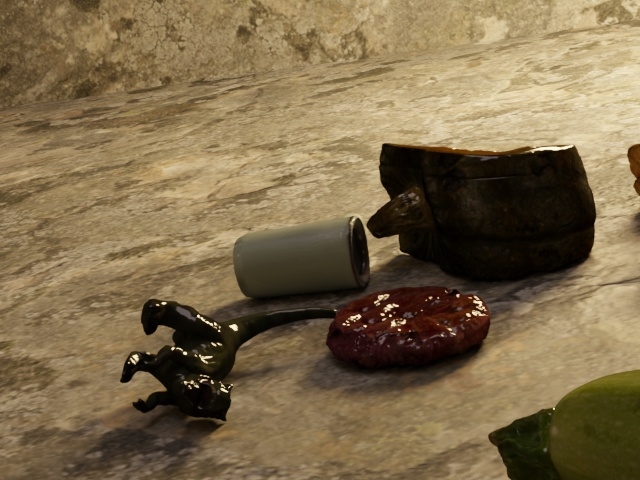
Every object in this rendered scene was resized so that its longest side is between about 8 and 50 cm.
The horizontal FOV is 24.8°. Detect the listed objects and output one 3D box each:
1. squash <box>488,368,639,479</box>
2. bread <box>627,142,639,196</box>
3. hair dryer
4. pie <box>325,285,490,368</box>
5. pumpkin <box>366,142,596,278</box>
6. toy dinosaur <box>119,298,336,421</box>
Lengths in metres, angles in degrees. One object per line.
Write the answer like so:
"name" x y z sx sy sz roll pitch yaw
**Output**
"squash" 0.210 0.113 0.844 0.137 0.137 0.287 -17 13 -25
"bread" 0.439 -0.088 1.560 0.211 0.083 0.114 -12 9 -5
"hair dryer" 0.000 0.000 1.564 0.131 0.073 0.236 -8 11 16
"pie" 0.078 0.074 1.274 0.154 0.036 0.154 -9 15 2
"pumpkin" 0.143 -0.034 1.472 0.248 0.131 0.126 -3 15 34
"toy dinosaur" -0.074 0.116 1.241 0.179 0.087 0.187 15 28 -15
